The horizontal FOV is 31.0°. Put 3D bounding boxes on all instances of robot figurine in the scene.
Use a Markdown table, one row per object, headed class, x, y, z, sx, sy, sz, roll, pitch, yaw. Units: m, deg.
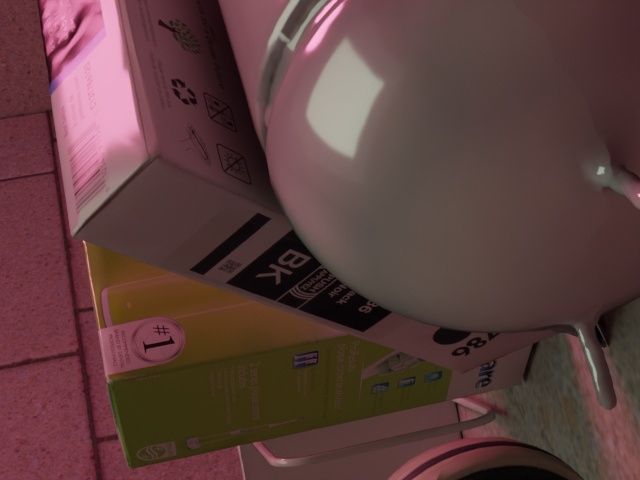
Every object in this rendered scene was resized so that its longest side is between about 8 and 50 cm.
| class | x | y | z | sx | sy | sz | roll | pitch | yaw |
| --- | --- | --- | --- | --- | --- | --- | --- | --- | --- |
| robot figurine | 0.059 | -0.108 | 0.480 | 0.300 | 0.200 | 0.353 | 59 | -169 | -52 |

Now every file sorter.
| class | x | y | z | sx | sy | sz | roll | pitch | yaw |
| --- | --- | --- | --- | --- | --- | --- | --- | --- | --- |
| file sorter | 0.059 | 0.270 | 0.920 | 0.173 | 0.193 | 0.277 | 175 | 85 | -78 |

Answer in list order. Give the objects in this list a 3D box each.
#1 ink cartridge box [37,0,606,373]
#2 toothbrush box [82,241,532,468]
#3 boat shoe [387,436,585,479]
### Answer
| class | x | y | z | sx | sy | sz | roll | pitch | yaw |
| --- | --- | --- | --- | --- | --- | --- | --- | --- | --- |
| ink cartridge box | 0.012 | -0.031 | 0.600 | 0.065 | 0.333 | 0.165 | -40 | 48 | 28 |
| toothbrush box | -0.017 | 0.015 | 0.798 | 0.122 | 0.283 | 0.206 | 94 | 163 | -52 |
| boat shoe | 0.144 | 0.335 | 0.552 | 0.156 | 0.187 | 0.499 | -179 | 73 | -75 |
